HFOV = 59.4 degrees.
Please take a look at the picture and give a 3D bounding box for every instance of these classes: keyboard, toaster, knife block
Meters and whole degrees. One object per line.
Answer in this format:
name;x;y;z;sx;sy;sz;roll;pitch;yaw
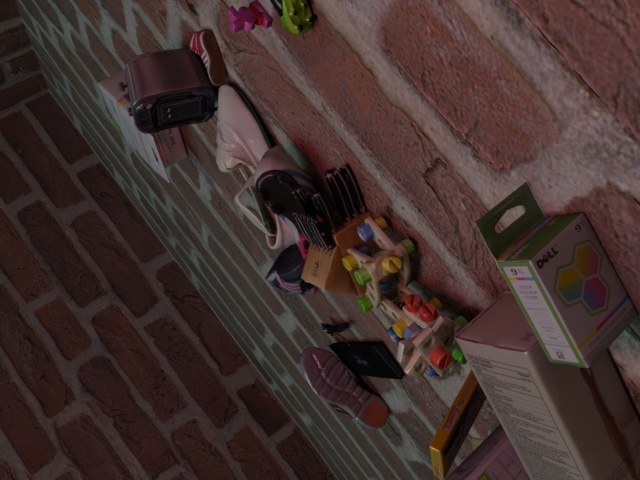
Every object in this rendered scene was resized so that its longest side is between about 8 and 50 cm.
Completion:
keyboard;0.098;0.294;1.531;0.201;0.033;0.317;50;157;-6
toaster;-0.343;-0.351;1.297;0.129;0.227;0.146;113;136;-63
knife block;0.067;-0.015;1.118;0.275;0.242;0.088;15;-176;-35

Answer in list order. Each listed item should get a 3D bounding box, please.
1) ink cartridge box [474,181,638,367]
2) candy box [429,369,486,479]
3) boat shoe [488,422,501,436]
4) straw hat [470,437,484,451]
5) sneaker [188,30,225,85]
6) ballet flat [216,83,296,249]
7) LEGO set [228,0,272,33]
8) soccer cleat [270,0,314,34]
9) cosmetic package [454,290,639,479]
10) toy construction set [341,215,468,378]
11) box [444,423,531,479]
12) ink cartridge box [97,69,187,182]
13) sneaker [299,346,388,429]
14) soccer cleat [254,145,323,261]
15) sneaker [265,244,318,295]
ink cartridge box;0.289;0.037;0.685;0.209;0.109;0.062;59;157;-8
candy box;0.258;0.323;1.025;0.027;0.206;0.105;19;141;31
boat shoe;0.401;0.435;1.095;0.184;0.066;0.063;37;152;16
straw hat;0.375;0.523;1.260;0.144;0.061;0.144;44;156;25
sneaker;-0.248;-0.400;1.227;0.067;0.042;0.118;26;137;43
ballet flat;-0.154;-0.153;1.274;0.139;0.139;0.400;3;125;62
LEGO set;-0.181;-0.456;0.947;0.227;0.093;0.087;52;157;6
soccer cleat;-0.061;-0.396;0.842;0.072;0.060;0.179;35;153;43
cosmetic package;0.345;0.232;0.823;0.296;0.129;0.153;60;158;-14
toy construction set;0.159;0.116;0.972;0.328;0.151;0.215;-118;8;-54
box;0.372;0.457;0.950;0.262;0.231;0.127;49;155;14
ink cartridge box;-0.540;-0.360;1.761;0.353;0.119;0.207;42;154;30
sneaker;0.045;0.450;1.688;0.321;0.124;0.180;45;159;-4
soccer cleat;-0.023;-0.063;1.198;0.331;0.116;0.143;54;-156;-37
sneaker;-0.045;0.082;1.440;0.131;0.112;0.319;34;167;-9
